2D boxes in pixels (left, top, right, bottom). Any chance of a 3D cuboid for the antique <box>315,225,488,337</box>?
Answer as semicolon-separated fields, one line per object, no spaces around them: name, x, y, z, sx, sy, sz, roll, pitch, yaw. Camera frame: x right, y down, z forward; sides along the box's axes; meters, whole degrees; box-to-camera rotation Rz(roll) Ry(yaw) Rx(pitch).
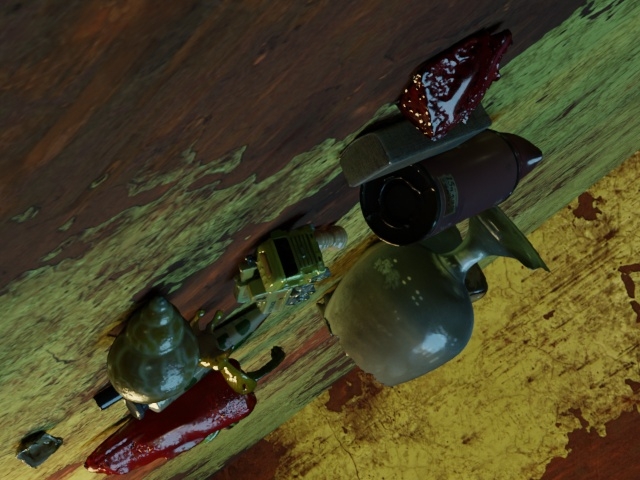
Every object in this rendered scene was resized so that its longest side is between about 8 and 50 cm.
antique;0.136;0.088;2.446;0.284;0.150;0.125;-22;168;-16

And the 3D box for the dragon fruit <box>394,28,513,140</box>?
dragon fruit;0.154;-0.165;1.460;0.131;0.063;0.097;-31;170;-13

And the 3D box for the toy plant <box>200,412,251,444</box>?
toy plant;-0.201;0.313;2.520;0.162;0.093;0.093;-36;170;16

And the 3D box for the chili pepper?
chili pepper;-0.224;0.290;2.337;0.387;0.110;0.110;-29;170;-5

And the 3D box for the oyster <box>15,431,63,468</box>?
oyster;-0.403;0.295;1.969;0.051;0.034;0.093;-50;158;1

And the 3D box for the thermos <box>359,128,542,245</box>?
thermos;0.171;-0.075;1.799;0.136;0.109;0.330;-41;170;34

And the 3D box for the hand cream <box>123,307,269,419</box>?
hand cream;-0.171;0.171;2.062;0.276;0.059;0.095;-35;173;-23

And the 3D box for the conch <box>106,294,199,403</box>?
conch;-0.205;0.139;1.663;0.116;0.106;0.173;-54;-166;-14

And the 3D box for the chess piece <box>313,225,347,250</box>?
chess piece;0.000;0.000;1.851;0.035;0.035;0.092;-39;165;27

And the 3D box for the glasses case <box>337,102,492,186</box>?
glasses case;0.110;-0.117;1.596;0.205;0.047;0.071;-24;175;-46

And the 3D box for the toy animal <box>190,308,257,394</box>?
toy animal;-0.156;0.139;1.850;0.219;0.095;0.155;8;149;-27

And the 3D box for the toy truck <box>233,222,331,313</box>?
toy truck;-0.056;0.042;1.752;0.100;0.077;0.169;-16;168;-18

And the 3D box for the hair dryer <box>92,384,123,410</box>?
hair dryer;-0.301;0.223;1.987;0.047;0.026;0.083;-30;177;-11

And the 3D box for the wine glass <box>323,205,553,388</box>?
wine glass;0.176;0.076;2.225;0.323;0.238;0.238;-40;169;14
